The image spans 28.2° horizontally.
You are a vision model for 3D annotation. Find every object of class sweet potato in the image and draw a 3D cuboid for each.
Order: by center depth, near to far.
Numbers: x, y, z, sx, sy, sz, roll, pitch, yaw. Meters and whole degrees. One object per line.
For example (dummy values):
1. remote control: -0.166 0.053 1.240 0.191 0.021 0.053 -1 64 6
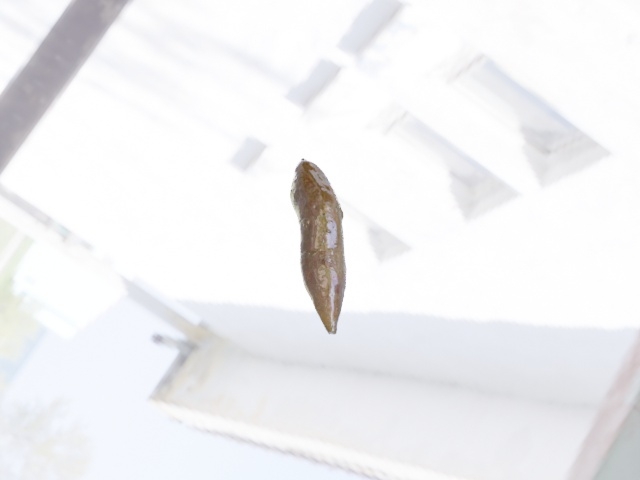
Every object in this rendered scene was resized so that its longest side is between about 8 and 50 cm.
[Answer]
1. sweet potato: 0.001 -0.002 1.343 0.065 0.051 0.218 114 -27 -52
